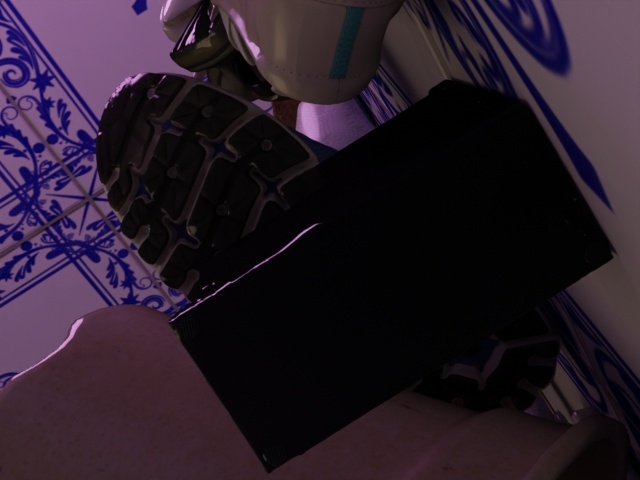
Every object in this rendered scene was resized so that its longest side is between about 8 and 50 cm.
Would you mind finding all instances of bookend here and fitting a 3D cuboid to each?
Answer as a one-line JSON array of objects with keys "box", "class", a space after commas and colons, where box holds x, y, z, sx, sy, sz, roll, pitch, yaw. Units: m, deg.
[{"box": [0.020, 0.005, 0.592, 0.072, 0.157, 0.156, 58, 180, -11], "class": "bookend"}]

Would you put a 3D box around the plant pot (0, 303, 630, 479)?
[{"box": [-0.033, 0.192, 0.799, 0.305, 0.333, 0.334, 24, 165, 25], "class": "plant pot"}]

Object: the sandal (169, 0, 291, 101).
[{"box": [-0.026, -0.143, 0.921, 0.086, 0.120, 0.303, 31, -178, 3], "class": "sandal"}]

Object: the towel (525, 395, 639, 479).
[{"box": [0.266, 0.271, 0.959, 0.312, 0.056, 0.324, 53, -178, -45], "class": "towel"}]

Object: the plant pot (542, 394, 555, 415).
[{"box": [0.109, 0.223, 1.475, 0.272, 0.265, 0.272, 57, 180, -1], "class": "plant pot"}]

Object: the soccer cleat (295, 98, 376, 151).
[{"box": [0.061, -0.012, 1.244, 0.331, 0.116, 0.143, 60, -166, -56], "class": "soccer cleat"}]

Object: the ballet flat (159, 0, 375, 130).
[{"box": [-0.079, -0.200, 1.351, 0.342, 0.124, 0.116, 58, -179, 19], "class": "ballet flat"}]

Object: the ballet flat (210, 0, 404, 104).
[{"box": [-0.016, -0.111, 0.642, 0.086, 0.086, 0.248, 57, -179, -18], "class": "ballet flat"}]

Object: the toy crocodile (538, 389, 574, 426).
[{"box": [0.178, 0.257, 1.143, 0.105, 0.115, 0.340, 151, 114, -69], "class": "toy crocodile"}]

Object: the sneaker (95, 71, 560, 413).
[{"box": [0.000, 0.000, 0.916, 0.330, 0.129, 0.147, 34, -167, -8], "class": "sneaker"}]
